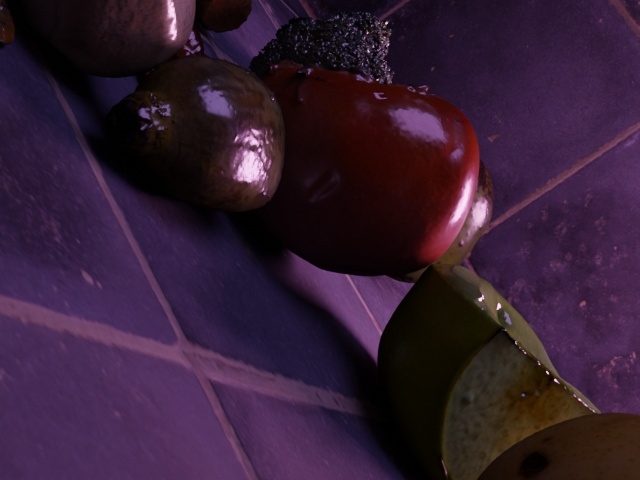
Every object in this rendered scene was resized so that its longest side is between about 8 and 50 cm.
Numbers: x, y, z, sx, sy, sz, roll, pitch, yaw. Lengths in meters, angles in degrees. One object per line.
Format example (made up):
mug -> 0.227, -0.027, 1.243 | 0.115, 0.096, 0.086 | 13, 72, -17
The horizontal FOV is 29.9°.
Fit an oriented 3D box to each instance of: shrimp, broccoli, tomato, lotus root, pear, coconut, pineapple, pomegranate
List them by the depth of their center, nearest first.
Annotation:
shrimp -> -0.332, -0.239, 1.160 | 0.083, 0.023, 0.114 | 36, 25, -51
coconut -> -0.230, -0.290, 1.290 | 0.224, 0.224, 0.224 | 52, 11, -15
lotus root -> -0.129, -0.114, 1.334 | 0.173, 0.173, 0.309 | 57, 14, 10
pear -> 0.313, 0.365, 1.334 | 0.348, 0.348, 0.348 | 52, 11, -15
tomato -> 0.040, -0.087, 1.601 | 0.341, 0.341, 0.273 | -6, 106, -78
pear -> 0.192, 0.185, 1.631 | 0.342, 0.238, 0.318 | 40, 6, -37
pomegranate -> 0.132, -0.089, 2.130 | 0.340, 0.285, 0.285 | 26, 22, -20
pineapple -> -0.210, -0.468, 2.166 | 0.119, 0.111, 0.237 | 87, -22, -45
broccoli -> -0.009, -0.266, 2.241 | 0.221, 0.252, 0.361 | 41, -31, 9

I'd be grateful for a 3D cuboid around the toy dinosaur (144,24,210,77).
toy dinosaur -> -0.219, -0.305, 1.544 | 0.208, 0.097, 0.432 | 31, 38, -70
